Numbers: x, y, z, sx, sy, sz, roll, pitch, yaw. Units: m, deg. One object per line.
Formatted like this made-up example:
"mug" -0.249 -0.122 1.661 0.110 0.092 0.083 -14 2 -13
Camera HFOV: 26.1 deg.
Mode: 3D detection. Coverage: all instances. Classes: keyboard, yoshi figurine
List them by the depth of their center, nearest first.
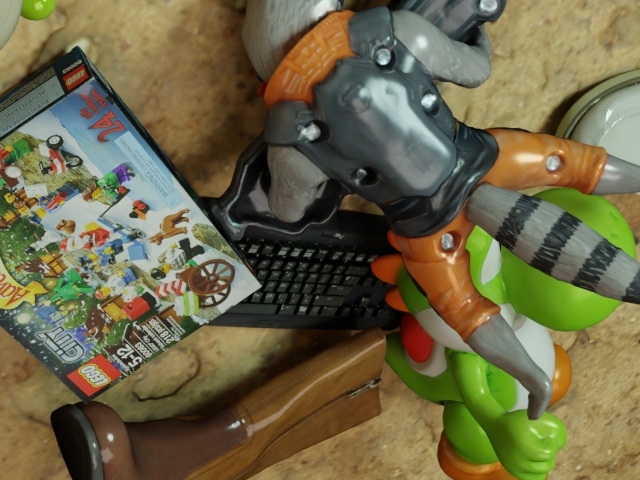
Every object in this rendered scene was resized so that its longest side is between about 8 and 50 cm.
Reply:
"keyboard" 0.000 0.000 1.103 0.317 0.033 0.201 4 127 -39
"yoshi figurine" 0.175 0.075 1.139 0.203 0.203 0.362 -31 145 -11

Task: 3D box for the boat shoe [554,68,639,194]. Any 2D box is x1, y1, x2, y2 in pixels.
"boat shoe" 0.337 -0.073 1.212 0.302 0.103 0.113 3 128 -38

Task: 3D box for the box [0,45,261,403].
"box" -0.163 -0.002 0.943 0.159 0.044 0.233 -35 134 2

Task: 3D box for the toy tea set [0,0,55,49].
"toy tea set" -0.166 -0.223 0.616 0.124 0.200 0.336 8 122 -21

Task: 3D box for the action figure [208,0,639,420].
"action figure" 0.098 -0.090 0.911 0.330 0.178 0.341 35 94 -10

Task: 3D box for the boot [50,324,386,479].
"boot" -0.066 0.150 1.131 0.280 0.096 0.264 -24 148 -10
